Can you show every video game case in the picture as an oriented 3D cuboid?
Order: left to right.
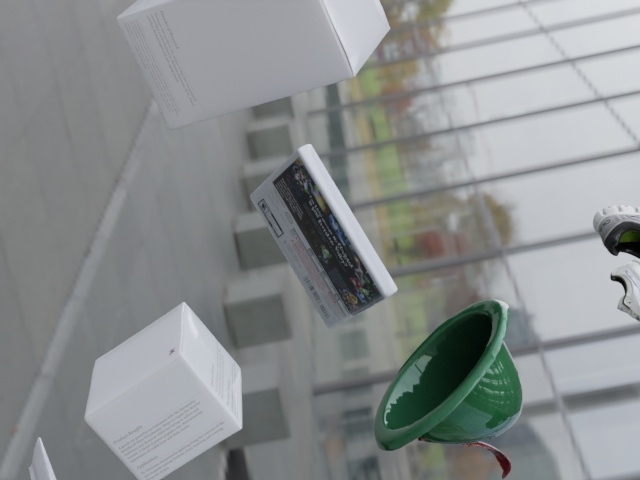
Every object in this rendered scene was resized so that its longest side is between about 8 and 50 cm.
[{"bbox_3d":[0.000,0.000,1.497,0.190,0.022,0.173,59,-26,3],"label":"video game case"}]

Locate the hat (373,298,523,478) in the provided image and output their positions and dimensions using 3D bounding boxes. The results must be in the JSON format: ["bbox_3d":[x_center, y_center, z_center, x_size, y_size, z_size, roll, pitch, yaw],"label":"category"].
[{"bbox_3d":[0.171,0.173,1.214,0.183,0.173,0.208,43,22,-11],"label":"hat"}]

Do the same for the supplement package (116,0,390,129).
[{"bbox_3d":[-0.087,-0.290,1.753,0.175,0.292,0.177,66,30,-21],"label":"supplement package"}]

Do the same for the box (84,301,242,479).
[{"bbox_3d":[-0.129,0.128,1.090,0.087,0.101,0.102,53,11,-22],"label":"box"}]

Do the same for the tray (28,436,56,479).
[{"bbox_3d":[-0.329,0.362,1.636,0.270,0.030,0.145,-142,-144,-67],"label":"tray"}]

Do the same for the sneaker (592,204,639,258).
[{"bbox_3d":[0.451,-0.007,1.733,0.075,0.170,0.063,-85,173,-47],"label":"sneaker"}]

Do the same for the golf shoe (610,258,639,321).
[{"bbox_3d":[0.526,0.116,2.118,0.069,0.086,0.176,83,-8,-64],"label":"golf shoe"}]
